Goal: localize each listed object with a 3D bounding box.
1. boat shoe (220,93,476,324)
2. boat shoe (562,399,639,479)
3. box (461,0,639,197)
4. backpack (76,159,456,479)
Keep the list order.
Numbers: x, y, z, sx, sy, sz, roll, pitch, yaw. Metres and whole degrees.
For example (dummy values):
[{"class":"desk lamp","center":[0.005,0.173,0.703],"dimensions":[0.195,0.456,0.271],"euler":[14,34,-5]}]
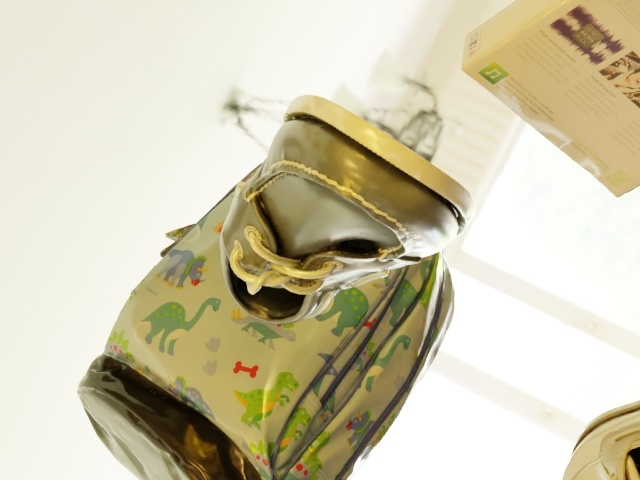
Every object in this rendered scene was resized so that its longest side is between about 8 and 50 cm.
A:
[{"class":"boat shoe","center":[0.000,0.000,0.705],"dimensions":[0.099,0.116,0.319],"euler":[-57,5,-9]},{"class":"boat shoe","center":[0.369,0.249,1.399],"dimensions":[0.302,0.113,0.103],"euler":[-54,3,46]},{"class":"box","center":[0.320,-0.182,1.097],"dimensions":[0.322,0.232,0.058],"euler":[-30,36,40]},{"class":"backpack","center":[-0.029,0.083,1.156],"dimensions":[0.356,0.290,0.273],"euler":[-37,-41,-24]}]
